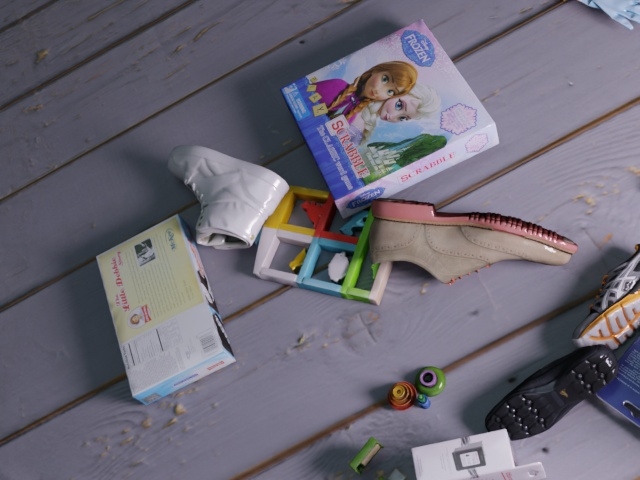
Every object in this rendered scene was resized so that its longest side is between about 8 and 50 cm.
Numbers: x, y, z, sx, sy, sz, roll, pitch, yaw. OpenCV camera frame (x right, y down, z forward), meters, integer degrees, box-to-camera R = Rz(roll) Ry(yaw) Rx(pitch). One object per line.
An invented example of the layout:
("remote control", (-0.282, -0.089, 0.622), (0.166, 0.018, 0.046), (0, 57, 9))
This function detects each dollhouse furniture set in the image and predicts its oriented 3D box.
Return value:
("dollhouse furniture set", (0.118, 0.374, 1.288), (0.151, 0.076, 0.058), (37, 81, 32))

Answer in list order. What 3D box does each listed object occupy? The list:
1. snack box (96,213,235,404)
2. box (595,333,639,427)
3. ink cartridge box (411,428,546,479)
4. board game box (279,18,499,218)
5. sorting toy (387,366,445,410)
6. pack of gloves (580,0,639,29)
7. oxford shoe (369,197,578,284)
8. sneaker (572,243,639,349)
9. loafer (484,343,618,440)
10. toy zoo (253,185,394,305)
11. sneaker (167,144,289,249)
("snack box", (-0.296, 0.122, 1.578), (0.187, 0.060, 0.322), (-27, 58, 5))
("box", (0.532, 0.187, 1.260), (0.136, 0.036, 0.225), (38, 80, 32))
("ink cartridge box", (0.236, 0.331, 1.252), (0.180, 0.104, 0.060), (-15, 58, 12))
("board game box", (0.121, -0.238, 1.595), (0.318, 0.066, 0.319), (-26, 55, 1))
("sorting toy", (0.155, 0.240, 1.364), (0.102, 0.042, 0.061), (-32, 58, 1))
("pack of gloves", (0.561, -0.506, 1.575), (0.232, 0.046, 0.195), (37, 73, 21))
("oxford shoe", (0.251, 0.014, 1.426), (0.348, 0.123, 0.130), (10, 97, 17))
("sneaker", (0.469, 0.090, 1.317), (0.215, 0.084, 0.083), (-40, 42, -7))
("loafer", (0.351, 0.232, 1.285), (0.223, 0.078, 0.076), (-37, 89, 15))
("toy zoo", (0.000, 0.000, 1.553), (0.293, 0.030, 0.192), (12, 68, 25))
("sneaker", (-0.218, -0.079, 1.619), (0.292, 0.108, 0.169), (18, 70, 36))
